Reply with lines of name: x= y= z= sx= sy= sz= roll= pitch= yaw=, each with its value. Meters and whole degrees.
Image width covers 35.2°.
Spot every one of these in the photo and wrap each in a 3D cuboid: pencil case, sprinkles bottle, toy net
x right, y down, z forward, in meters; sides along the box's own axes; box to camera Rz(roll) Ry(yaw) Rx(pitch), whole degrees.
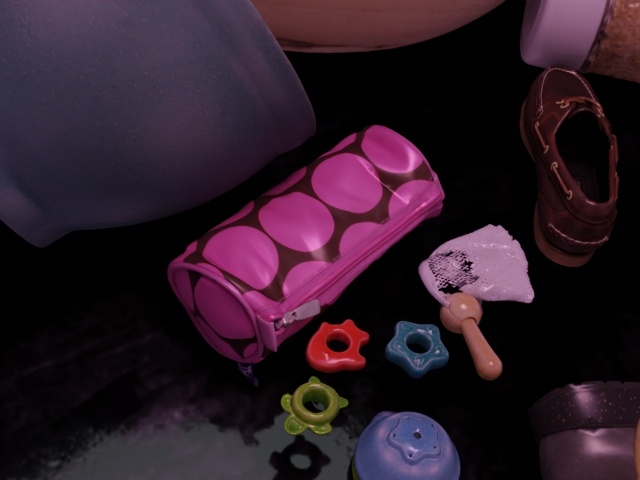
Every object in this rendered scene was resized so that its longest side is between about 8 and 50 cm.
pencil case: x=0.000 y=0.000 z=0.699 sx=0.098 sy=0.095 sz=0.209 roll=8 pitch=39 yaw=46
sprinkles bottle: x=0.363 y=-0.181 z=0.894 sx=0.355 sy=0.121 sz=0.121 roll=12 pitch=49 yaw=0
toy net: x=0.066 y=0.070 z=0.684 sx=0.122 sy=0.045 sz=0.232 roll=24 pitch=49 yaw=12

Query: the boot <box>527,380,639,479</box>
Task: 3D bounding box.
boot: x=0.248 y=0.172 z=0.621 sx=0.246 sy=0.083 sz=0.161 roll=0 pitch=62 yaw=-11

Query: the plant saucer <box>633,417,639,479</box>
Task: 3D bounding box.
plant saucer: x=0.335 y=0.226 z=0.449 sx=0.332 sy=0.081 sz=0.333 roll=-11 pitch=72 yaw=23

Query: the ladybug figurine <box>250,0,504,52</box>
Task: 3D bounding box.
ladybug figurine: x=-0.014 y=-0.319 z=0.865 sx=0.449 sy=0.305 sz=0.162 roll=7 pitch=14 yaw=-4

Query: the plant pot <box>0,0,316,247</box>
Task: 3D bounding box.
plant pot: x=-0.171 y=-0.120 z=0.672 sx=0.196 sy=0.293 sz=0.293 roll=-42 pitch=64 yaw=-5

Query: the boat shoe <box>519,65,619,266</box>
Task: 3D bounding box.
boat shoe: x=0.206 y=-0.077 z=0.813 sx=0.073 sy=0.073 sz=0.207 roll=6 pitch=48 yaw=-4
